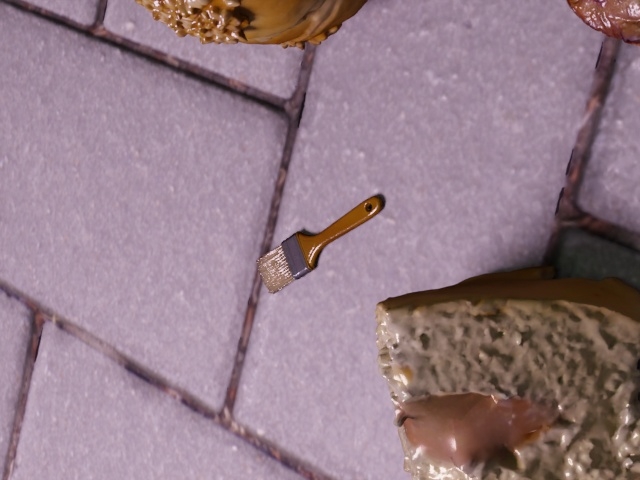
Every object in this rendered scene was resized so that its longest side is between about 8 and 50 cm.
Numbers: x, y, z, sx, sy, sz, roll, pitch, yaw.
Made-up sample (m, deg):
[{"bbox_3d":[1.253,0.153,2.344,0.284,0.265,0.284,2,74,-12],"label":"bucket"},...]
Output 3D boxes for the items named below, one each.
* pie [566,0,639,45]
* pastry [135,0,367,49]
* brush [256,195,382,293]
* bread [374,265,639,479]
[{"bbox_3d":[0.246,-0.211,1.261,0.170,0.034,0.092,37,111,36],"label":"pie"},{"bbox_3d":[-0.086,-0.265,1.385,0.255,0.311,0.162,38,118,27],"label":"pastry"},{"bbox_3d":[0.000,0.000,1.506,0.170,0.014,0.043,-33,70,37],"label":"brush"},{"bbox_3d":[0.154,0.118,1.323,0.211,0.224,0.183,-163,66,-84],"label":"bread"}]
